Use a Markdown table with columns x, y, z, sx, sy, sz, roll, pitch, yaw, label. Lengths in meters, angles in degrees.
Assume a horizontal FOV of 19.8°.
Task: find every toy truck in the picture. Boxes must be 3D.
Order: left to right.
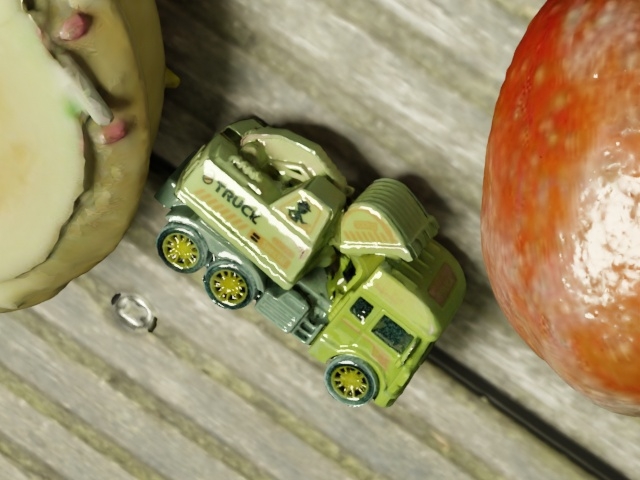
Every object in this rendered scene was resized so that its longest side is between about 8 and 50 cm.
| x | y | z | sx | sy | sz | roll | pitch | yaw | label |
| --- | --- | --- | --- | --- | --- | --- | --- | --- | --- |
| 0.000 | 0.000 | 1.090 | 0.191 | 0.085 | 0.116 | 38 | 126 | 1 | toy truck |

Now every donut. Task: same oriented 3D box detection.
| x | y | z | sx | sy | sz | roll | pitch | yaw | label |
| --- | --- | --- | --- | --- | --- | --- | --- | --- | --- |
| -0.252 | -0.098 | 1.103 | 0.371 | 0.150 | 0.307 | 8 | 125 | 22 | donut |

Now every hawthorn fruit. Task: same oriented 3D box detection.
| x | y | z | sx | sy | sz | roll | pitch | yaw | label |
| --- | --- | --- | --- | --- | --- | --- | --- | --- | --- |
| 0.180 | -0.032 | 0.873 | 0.231 | 0.235 | 0.263 | -33 | 122 | 10 | hawthorn fruit |
